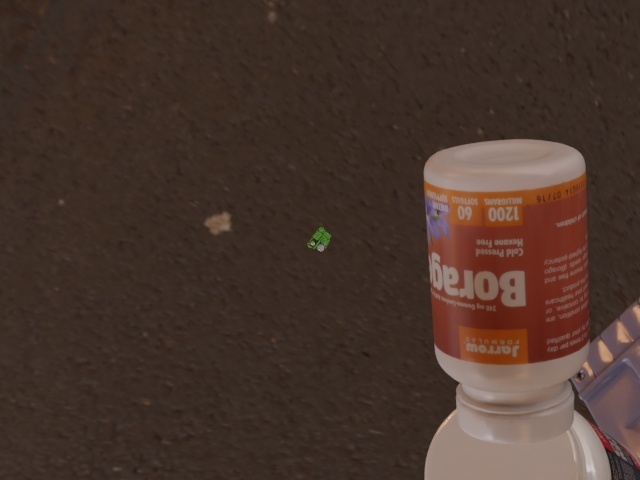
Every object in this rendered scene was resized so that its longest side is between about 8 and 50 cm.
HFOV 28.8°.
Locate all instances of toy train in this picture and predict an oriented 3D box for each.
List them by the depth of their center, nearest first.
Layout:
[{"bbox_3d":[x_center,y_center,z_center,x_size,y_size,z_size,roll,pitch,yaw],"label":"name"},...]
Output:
[{"bbox_3d":[0.000,0.000,1.640,0.023,0.083,0.017,37,103,-1],"label":"toy train"}]

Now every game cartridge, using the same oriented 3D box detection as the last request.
[{"bbox_3d":[0.472,0.220,1.605,0.230,0.068,0.355,-52,37,25],"label":"game cartridge"}]

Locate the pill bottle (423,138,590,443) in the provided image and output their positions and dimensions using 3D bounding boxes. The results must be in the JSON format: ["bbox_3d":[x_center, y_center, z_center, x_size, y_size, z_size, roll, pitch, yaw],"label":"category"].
[{"bbox_3d":[0.145,0.039,0.954,0.121,0.121,0.216,1,106,23],"label":"pill bottle"}]

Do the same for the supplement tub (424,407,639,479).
[{"bbox_3d":[0.246,0.279,1.383,0.191,0.272,0.191,-11,66,26],"label":"supplement tub"}]
